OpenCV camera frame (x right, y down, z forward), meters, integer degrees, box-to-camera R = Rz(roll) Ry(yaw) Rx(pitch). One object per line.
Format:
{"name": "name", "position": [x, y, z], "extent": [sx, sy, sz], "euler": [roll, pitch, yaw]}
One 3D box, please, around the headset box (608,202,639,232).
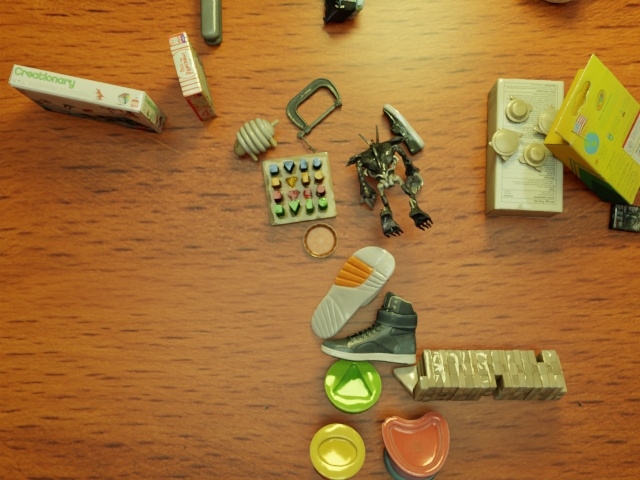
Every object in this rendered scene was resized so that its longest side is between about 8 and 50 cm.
{"name": "headset box", "position": [0.735, -0.052, 1.611], "extent": [0.083, 0.032, 0.062], "euler": [7, 85, 1]}

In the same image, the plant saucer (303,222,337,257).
{"name": "plant saucer", "position": [0.000, 0.000, 1.630], "extent": [0.083, 0.013, 0.083], "euler": [0, 85, 1]}

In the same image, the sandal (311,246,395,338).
{"name": "sandal", "position": [0.076, 0.119, 1.593], "extent": [0.102, 0.076, 0.265], "euler": [46, 108, 18]}

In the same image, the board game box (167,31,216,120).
{"name": "board game box", "position": [-0.297, -0.379, 1.586], "extent": [0.045, 0.193, 0.147], "euler": [-16, 83, -1]}

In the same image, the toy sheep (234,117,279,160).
{"name": "toy sheep", "position": [-0.152, -0.248, 1.625], "extent": [0.132, 0.091, 0.091], "euler": [-35, 84, 3]}

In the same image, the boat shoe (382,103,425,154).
{"name": "boat shoe", "position": [0.194, -0.269, 1.637], "extent": [0.040, 0.049, 0.142], "euler": [-41, 87, -3]}

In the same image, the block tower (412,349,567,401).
{"name": "block tower", "position": [0.378, 0.304, 1.525], "extent": [0.335, 0.091, 0.097], "euler": [0, 57, -5]}

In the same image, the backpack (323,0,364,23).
{"name": "backpack", "position": [0.057, -0.600, 1.650], "extent": [0.084, 0.105, 0.114], "euler": [-1, 83, -21]}

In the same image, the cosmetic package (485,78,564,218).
{"name": "cosmetic package", "position": [0.478, -0.213, 1.594], "extent": [0.160, 0.113, 0.309], "euler": [4, 85, 1]}

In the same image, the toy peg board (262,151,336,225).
{"name": "toy peg board", "position": [-0.051, -0.129, 1.612], "extent": [0.161, 0.079, 0.161], "euler": [-8, 84, 0]}

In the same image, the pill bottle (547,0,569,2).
{"name": "pill bottle", "position": [0.600, -0.728, 1.625], "extent": [0.152, 0.152, 0.272], "euler": [26, 86, 4]}

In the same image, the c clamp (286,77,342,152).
{"name": "c clamp", "position": [-0.009, -0.316, 1.662], "extent": [0.137, 0.022, 0.161], "euler": [43, 88, 10]}

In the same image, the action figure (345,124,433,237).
{"name": "action figure", "position": [0.159, -0.133, 1.584], "extent": [0.164, 0.141, 0.276], "euler": [-20, 58, 7]}

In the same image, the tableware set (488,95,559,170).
{"name": "tableware set", "position": [0.469, -0.244, 1.532], "extent": [0.141, 0.020, 0.169], "euler": [27, 84, 2]}

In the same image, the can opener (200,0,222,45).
{"name": "can opener", "position": [-0.246, -0.628, 1.670], "extent": [0.095, 0.076, 0.283], "euler": [-2, 85, 2]}

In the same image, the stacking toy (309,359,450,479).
{"name": "stacking toy", "position": [0.129, 0.427, 1.562], "extent": [0.309, 0.130, 0.280], "euler": [3, 57, -2]}

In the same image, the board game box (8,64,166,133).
{"name": "board game box", "position": [-0.536, -0.326, 1.586], "extent": [0.305, 0.193, 0.053], "euler": [12, 85, 2]}

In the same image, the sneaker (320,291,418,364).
{"name": "sneaker", "position": [0.116, 0.196, 1.560], "extent": [0.226, 0.086, 0.163], "euler": [4, 94, -11]}

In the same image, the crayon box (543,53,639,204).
{"name": "crayon box", "position": [0.630, -0.245, 1.526], "extent": [0.318, 0.081, 0.202], "euler": [33, 81, -31]}
